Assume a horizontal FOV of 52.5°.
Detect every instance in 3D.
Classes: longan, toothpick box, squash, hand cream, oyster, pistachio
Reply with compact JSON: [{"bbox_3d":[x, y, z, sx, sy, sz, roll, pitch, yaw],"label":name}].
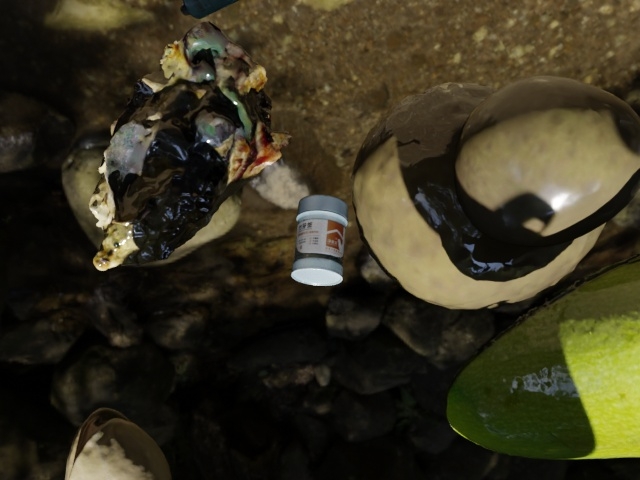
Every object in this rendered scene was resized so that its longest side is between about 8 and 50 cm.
[{"bbox_3d":[0.270,-0.069,1.169,0.404,0.436,0.404,-48,157,-28],"label":"longan"},{"bbox_3d":[0.290,-0.102,0.833,0.246,0.246,0.215,-26,141,17],"label":"longan"},{"bbox_3d":[0.000,0.000,1.256,0.101,0.153,0.101,4,158,1],"label":"toothpick box"},{"bbox_3d":[0.312,0.165,0.803,0.233,0.210,0.309,35,146,-33],"label":"squash"},{"bbox_3d":[-0.135,-0.411,1.004,0.224,0.083,0.048,-20,-171,31],"label":"hand cream"},{"bbox_3d":[-0.209,-0.126,0.890,0.361,0.221,0.096,-44,-177,-9],"label":"oyster"},{"bbox_3d":[-0.215,0.268,0.675,0.124,0.185,0.124,-7,-173,1],"label":"pistachio"}]
